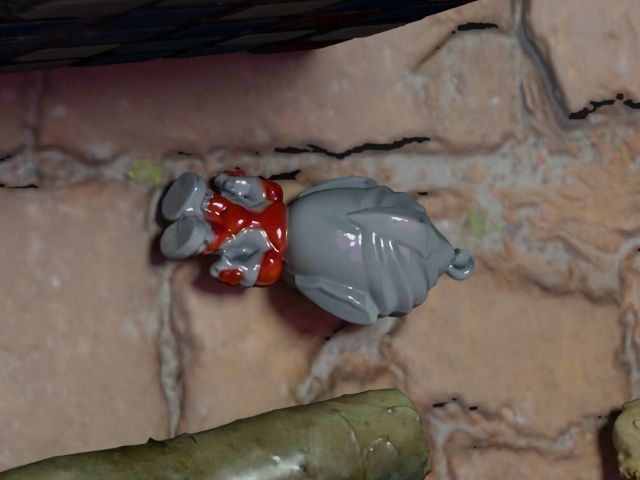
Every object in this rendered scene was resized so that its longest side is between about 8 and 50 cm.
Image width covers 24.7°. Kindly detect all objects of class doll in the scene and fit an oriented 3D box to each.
[{"bbox_3d":[0.000,0.000,0.812,0.180,0.079,0.094,10,59,-17],"label":"doll"}]

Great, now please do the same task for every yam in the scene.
[{"bbox_3d":[-0.079,0.135,0.761,0.317,0.067,0.071,-11,66,-30],"label":"yam"}]

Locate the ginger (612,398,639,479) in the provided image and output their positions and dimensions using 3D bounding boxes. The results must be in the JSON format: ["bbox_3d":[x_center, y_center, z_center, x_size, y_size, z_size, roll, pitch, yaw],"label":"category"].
[{"bbox_3d":[0.276,0.057,0.979,0.259,0.065,0.149,-32,91,-21],"label":"ginger"}]

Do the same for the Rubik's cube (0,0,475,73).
[{"bbox_3d":[-0.063,-0.235,0.654,0.287,0.293,0.292,-10,92,-31],"label":"Rubik's cube"}]
